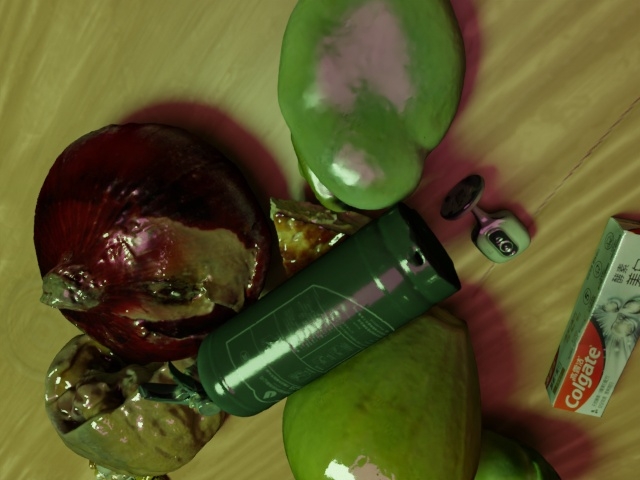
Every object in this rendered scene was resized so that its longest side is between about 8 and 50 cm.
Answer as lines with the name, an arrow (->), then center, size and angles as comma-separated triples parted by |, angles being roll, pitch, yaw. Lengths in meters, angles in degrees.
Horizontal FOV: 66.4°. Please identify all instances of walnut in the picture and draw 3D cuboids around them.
walnut -> -0.253, 0.236, 0.657 | 0.239, 0.141, 0.203 | 3, 118, 16

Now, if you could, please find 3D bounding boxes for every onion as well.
onion -> -0.191, 0.019, 0.511 | 0.272, 0.195, 0.271 | 6, 117, 12

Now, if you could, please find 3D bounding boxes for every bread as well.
bread -> 0.024, 0.007, 0.521 | 0.136, 0.054, 0.154 | -4, 137, 12

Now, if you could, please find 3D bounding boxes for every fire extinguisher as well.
fire extinguisher -> -0.028, 0.084, 0.462 | 0.311, 0.095, 0.114 | -37, 131, 18

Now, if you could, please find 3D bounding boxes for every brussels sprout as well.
brussels sprout -> 0.197, 0.296, 0.568 | 0.132, 0.183, 0.145 | 14, 81, -22

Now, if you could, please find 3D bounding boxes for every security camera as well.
security camera -> 0.170, -0.016, 0.489 | 0.092, 0.058, 0.058 | 38, 117, -13

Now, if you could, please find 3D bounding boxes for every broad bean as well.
broad bean -> 0.040, -0.134, 0.447 | 0.170, 0.100, 0.227 | 19, 107, 1

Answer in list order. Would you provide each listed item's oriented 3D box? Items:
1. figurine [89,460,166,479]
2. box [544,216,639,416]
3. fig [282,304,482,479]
figurine -> -0.292, 0.350, 0.760 | 0.143, 0.068, 0.101 | 37, 121, -17
box -> 0.293, 0.085, 0.504 | 0.055, 0.039, 0.217 | 12, 115, 8
fig -> 0.066, 0.179, 0.523 | 0.208, 0.207, 0.229 | 4, 75, 13
